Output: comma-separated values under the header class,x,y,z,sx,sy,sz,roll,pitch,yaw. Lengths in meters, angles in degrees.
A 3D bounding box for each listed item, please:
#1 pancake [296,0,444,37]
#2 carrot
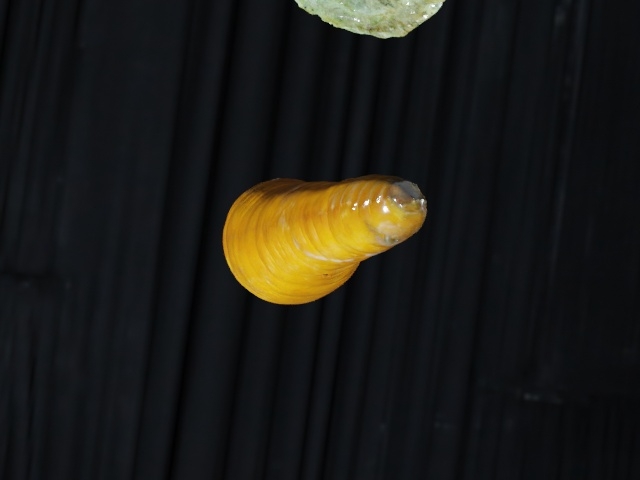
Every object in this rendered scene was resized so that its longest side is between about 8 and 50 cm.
class,x,y,z,sx,sy,sz,roll,pitch,yaw
pancake,0.012,-0.150,0.736,0.116,0.023,0.129,44,148,-26
carrot,0.000,0.000,0.605,0.061,0.061,0.256,8,178,-11
